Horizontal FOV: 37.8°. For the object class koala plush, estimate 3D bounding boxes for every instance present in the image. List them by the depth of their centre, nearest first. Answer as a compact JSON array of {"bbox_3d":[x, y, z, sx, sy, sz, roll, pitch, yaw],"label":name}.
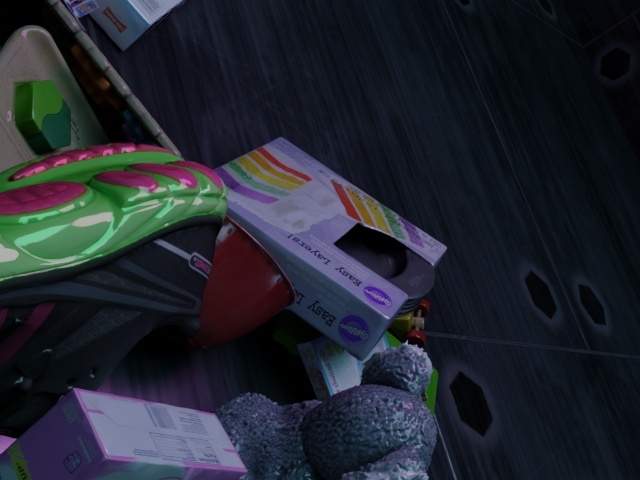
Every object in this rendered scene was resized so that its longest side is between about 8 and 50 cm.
[{"bbox_3d":[0.013,0.200,0.854,0.203,0.221,0.196,44,35,-19],"label":"koala plush"}]

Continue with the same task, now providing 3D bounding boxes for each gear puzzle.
[{"bbox_3d":[-0.249,-0.187,0.950,0.339,0.044,0.175,52,-4,3],"label":"gear puzzle"}]

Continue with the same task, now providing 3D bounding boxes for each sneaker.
[{"bbox_3d":[-0.253,0.068,0.637,0.483,0.185,0.202,-18,117,-40],"label":"sneaker"}]

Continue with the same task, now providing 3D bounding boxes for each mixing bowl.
[{"bbox_3d":[-0.125,0.038,0.891,0.181,0.181,0.098,46,70,-17],"label":"mixing bowl"}]

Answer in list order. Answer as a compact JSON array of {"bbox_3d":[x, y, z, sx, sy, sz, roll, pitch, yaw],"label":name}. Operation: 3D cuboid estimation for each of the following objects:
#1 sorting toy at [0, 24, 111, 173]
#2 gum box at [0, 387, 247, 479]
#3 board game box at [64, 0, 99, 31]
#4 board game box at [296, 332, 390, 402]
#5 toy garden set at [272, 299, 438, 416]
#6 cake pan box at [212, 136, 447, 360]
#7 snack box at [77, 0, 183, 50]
[{"bbox_3d":[-0.256,-0.085,0.799,0.229,0.041,0.307,-77,152,-47],"label":"sorting toy"},{"bbox_3d":[-0.151,0.180,0.717,0.062,0.107,0.188,55,14,30],"label":"gum box"},{"bbox_3d":[-0.285,-0.303,0.987,0.133,0.033,0.168,54,-5,38],"label":"board game box"},{"bbox_3d":[0.045,0.166,1.035,0.103,0.026,0.154,-22,93,-39],"label":"board game box"},{"bbox_3d":[0.045,0.109,1.138,0.244,0.049,0.203,40,40,-23],"label":"toy garden set"},{"bbox_3d":[0.000,0.000,1.055,0.267,0.070,0.246,35,28,9],"label":"cake pan box"},{"bbox_3d":[-0.229,-0.382,1.188,0.187,0.060,0.322,48,33,-14],"label":"snack box"}]
